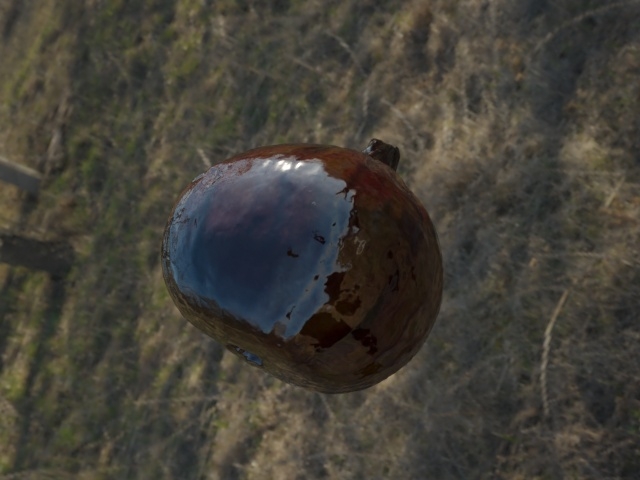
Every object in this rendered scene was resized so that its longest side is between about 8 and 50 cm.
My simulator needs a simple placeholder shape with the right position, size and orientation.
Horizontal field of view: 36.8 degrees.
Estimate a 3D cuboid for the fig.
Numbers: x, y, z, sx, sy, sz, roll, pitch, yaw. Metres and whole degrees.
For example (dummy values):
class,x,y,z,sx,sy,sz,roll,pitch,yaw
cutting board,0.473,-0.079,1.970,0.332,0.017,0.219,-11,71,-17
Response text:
class,x,y,z,sx,sy,sz,roll,pitch,yaw
fig,-0.010,0.013,0.768,0.214,0.235,0.235,-65,28,8
